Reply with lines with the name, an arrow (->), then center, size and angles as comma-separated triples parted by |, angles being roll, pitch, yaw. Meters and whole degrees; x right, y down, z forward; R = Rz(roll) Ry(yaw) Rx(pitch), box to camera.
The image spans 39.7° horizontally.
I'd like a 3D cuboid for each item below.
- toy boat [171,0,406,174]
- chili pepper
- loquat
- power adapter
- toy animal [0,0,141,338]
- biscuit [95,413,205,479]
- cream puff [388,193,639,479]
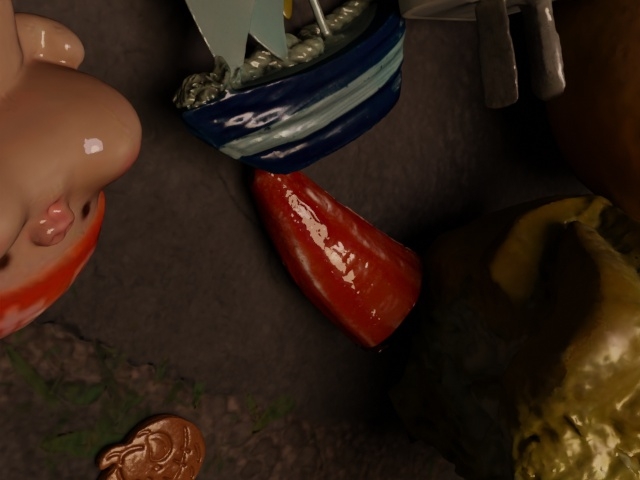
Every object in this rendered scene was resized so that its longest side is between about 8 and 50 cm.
toy boat -> -0.037, -0.191, 0.542 | 0.220, 0.067, 0.291 | -41, 122, -35
chili pepper -> 0.003, -0.003, 0.639 | 0.169, 0.065, 0.088 | 47, 59, -31
loquat -> 0.333, -0.136, 0.684 | 0.328, 0.328, 0.328 | -12, 110, -35
power adapter -> 0.123, -0.191, 0.592 | 0.130, 0.125, 0.205 | -12, 94, -47
toy animal -> -0.183, -0.046, 0.417 | 0.171, 0.171, 0.197 | -35, 119, -25
biscuit -> -0.121, 0.162, 0.616 | 0.078, 0.015, 0.091 | 37, 79, -39
cream puff -> 0.221, 0.116, 0.658 | 0.274, 0.323, 0.269 | 10, 119, -25
